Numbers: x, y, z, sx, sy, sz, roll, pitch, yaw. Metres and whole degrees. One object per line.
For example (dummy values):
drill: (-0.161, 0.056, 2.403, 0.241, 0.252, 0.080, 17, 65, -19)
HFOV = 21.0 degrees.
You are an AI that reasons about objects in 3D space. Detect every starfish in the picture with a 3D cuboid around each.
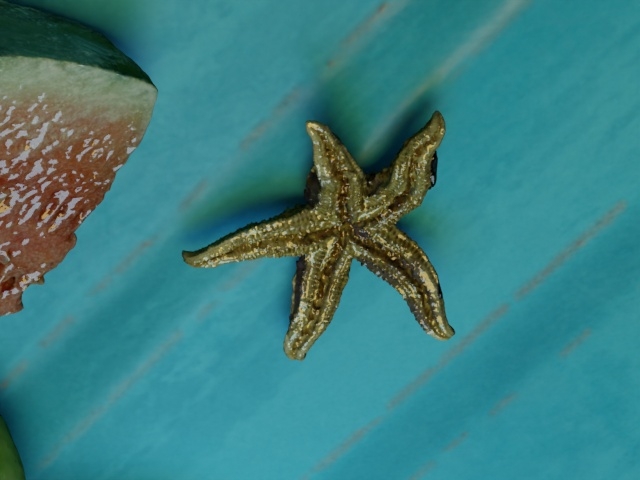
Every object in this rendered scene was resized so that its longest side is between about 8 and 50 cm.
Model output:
starfish: (0.000, 0.000, 1.099, 0.176, 0.053, 0.208, -4, 126, -7)

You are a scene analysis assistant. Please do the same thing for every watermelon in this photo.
watermelon: (-0.201, -0.033, 1.023, 0.154, 0.094, 0.241, 5, 129, -28)

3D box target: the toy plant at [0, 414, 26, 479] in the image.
toy plant: (-0.268, 0.287, 1.185, 0.356, 0.210, 0.317, -46, 122, 9)
